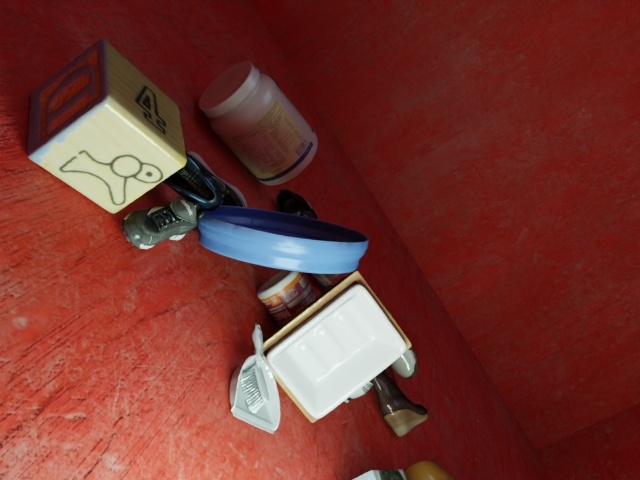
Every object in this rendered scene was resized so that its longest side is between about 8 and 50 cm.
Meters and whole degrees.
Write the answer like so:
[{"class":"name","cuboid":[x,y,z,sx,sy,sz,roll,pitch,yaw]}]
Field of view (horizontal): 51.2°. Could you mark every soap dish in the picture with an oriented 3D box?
[{"class":"soap dish","cuboid":[0.026,0.235,1.510,0.229,0.291,0.118,53,-2,-18]}]

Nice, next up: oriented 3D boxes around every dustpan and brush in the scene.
[{"class":"dustpan and brush","cuboid":[-0.130,0.264,1.345,0.147,0.060,0.211,42,23,-46]}]

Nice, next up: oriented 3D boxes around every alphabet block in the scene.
[{"class":"alphabet block","cuboid":[-0.383,-0.202,1.204,0.197,0.192,0.193,43,24,-47]}]

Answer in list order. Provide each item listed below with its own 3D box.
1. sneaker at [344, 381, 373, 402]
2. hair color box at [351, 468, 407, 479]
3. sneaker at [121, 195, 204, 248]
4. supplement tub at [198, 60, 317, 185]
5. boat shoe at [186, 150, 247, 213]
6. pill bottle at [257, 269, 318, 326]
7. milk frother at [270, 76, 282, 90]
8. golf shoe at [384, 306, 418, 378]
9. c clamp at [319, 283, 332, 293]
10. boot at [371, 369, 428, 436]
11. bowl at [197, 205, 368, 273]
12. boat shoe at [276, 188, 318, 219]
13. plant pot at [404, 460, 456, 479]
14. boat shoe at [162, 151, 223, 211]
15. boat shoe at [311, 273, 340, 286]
[{"class":"sneaker","cuboid":[0.061,0.311,1.788,0.090,0.094,0.235,29,32,-58]},{"class":"hair color box","cuboid":[0.171,0.681,1.397,0.185,0.113,0.375,32,30,-58]},{"class":"sneaker","cuboid":[-0.300,-0.044,1.312,0.078,0.106,0.234,59,15,3]},{"class":"supplement tub","cuboid":[-0.184,-0.348,2.004,0.325,0.235,0.235,47,19,-35]},{"class":"boat shoe","cuboid":[-0.268,-0.122,1.633,0.219,0.077,0.070,43,20,-23]},{"class":"pill bottle","cuboid":[-0.048,0.183,1.640,0.221,0.121,0.121,56,16,-11]},{"class":"milk frother","cuboid":[-0.200,-0.496,2.422,0.143,0.134,0.129,56,16,-8]},{"class":"golf shoe","cuboid":[0.222,0.351,2.248,0.120,0.105,0.273,-1,54,-54]},{"class":"c clamp","cuboid":[0.048,0.198,2.102,0.137,0.022,0.161,26,35,-51]},{"class":"boot","cuboid":[0.237,0.470,2.034,0.207,0.090,0.248,64,20,12]},{"class":"bowl","cuboid":[-0.088,-0.004,1.508,0.391,0.391,0.077,-20,122,-74]},{"class":"boat shoe","cuboid":[-0.067,-0.050,2.012,0.113,0.127,0.340,46,18,-35]},{"class":"plant pot","cuboid":[0.287,0.662,1.677,0.205,0.205,0.188,52,2,-23]},{"class":"boat shoe","cuboid":[-0.307,-0.166,1.405,0.258,0.109,0.089,32,-8,-5]},{"class":"boat shoe","cuboid":[0.000,0.000,2.127,0.123,0.116,0.324,39,21,-51]}]
